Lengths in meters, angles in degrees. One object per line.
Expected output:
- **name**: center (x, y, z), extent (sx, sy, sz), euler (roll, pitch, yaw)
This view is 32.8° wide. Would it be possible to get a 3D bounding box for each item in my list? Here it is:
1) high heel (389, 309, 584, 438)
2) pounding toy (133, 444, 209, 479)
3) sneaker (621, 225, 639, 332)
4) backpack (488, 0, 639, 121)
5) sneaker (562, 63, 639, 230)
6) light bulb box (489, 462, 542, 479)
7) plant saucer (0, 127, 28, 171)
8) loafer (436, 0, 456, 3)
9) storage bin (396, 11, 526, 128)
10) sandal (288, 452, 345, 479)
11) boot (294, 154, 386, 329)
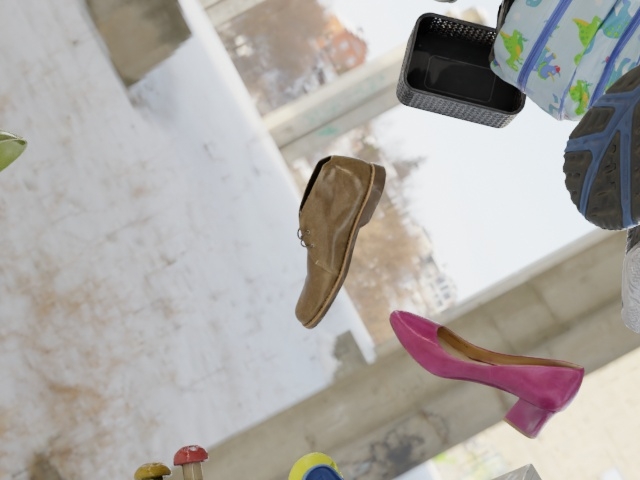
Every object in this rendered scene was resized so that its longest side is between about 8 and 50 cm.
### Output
- **high heel**: center (0.203, 0.135, 1.349), extent (0.244, 0.117, 0.082), euler (39, 28, 17)
- **pounding toy**: center (-0.208, 0.361, 1.574), extent (0.237, 0.182, 0.110), euler (90, -9, -76)
- **sneaker**: center (0.471, -0.004, 1.553), extent (0.153, 0.101, 0.269), euler (-158, -100, -84)
- **backpack**: center (0.354, -0.315, 1.308), extent (0.273, 0.355, 0.290), euler (50, 0, 7)
- **sneaker**: center (0.203, -0.084, 0.495), extent (0.081, 0.211, 0.080), euler (-2, 58, -41)
- **light bulb box**: center (0.301, 0.623, 1.747), extent (0.361, 0.225, 0.358), euler (58, 30, -3)
- **plant saucer**: center (-0.465, -0.075, 1.291), extent (0.037, 0.241, 0.241), euler (60, 0, -2)
- **loafer**: center (0.152, -0.337, 1.214), extent (0.112, 0.111, 0.319), euler (64, 7, 12)
- **storage bin**: center (0.211, -0.246, 1.585), extent (0.084, 0.180, 0.122), euler (108, -5, -82)
- **sandal**: center (0.061, 0.539, 1.992), extent (0.317, 0.126, 0.138), euler (51, -12, -14)
- **boot**: center (0.000, 0.000, 1.810), extent (0.115, 0.305, 0.112), euler (15, 15, -19)
